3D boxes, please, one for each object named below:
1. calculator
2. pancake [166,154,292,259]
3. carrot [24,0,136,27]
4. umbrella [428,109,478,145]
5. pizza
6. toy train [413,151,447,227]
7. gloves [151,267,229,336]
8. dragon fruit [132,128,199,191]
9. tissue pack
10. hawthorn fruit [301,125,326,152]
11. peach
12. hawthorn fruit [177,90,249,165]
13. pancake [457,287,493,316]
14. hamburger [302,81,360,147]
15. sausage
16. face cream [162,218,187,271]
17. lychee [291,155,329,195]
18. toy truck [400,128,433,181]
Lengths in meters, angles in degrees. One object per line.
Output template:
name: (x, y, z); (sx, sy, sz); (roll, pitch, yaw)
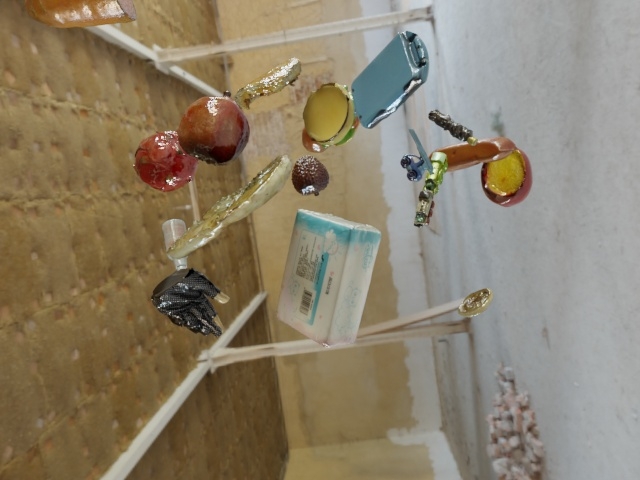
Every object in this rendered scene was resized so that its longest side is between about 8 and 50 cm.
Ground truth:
calculator: (0.179, -0.427, 1.374); (0.293, 0.051, 0.172); (-35, 61, 48)
pancake: (-0.203, -0.071, 1.155); (0.065, 0.356, 0.356); (52, -170, -9)
carrot: (-0.573, -0.561, 1.188); (0.159, 0.225, 0.159); (159, 90, -88)
umbrella: (0.325, -0.277, 1.242); (0.144, 0.037, 0.040); (43, -174, 30)
pizza: (-0.159, -0.529, 1.698); (0.365, 0.182, 0.073); (-53, -51, -45)
toy train: (0.343, -0.155, 1.593); (0.249, 0.053, 0.085); (-68, -28, -18)
gloves: (-0.296, 0.158, 1.197); (0.180, 0.106, 0.129); (58, -133, -27)
dragon fruit: (-0.436, -0.225, 1.449); (0.172, 0.210, 0.172); (59, -167, -22)
tissue pack: (0.015, 0.080, 1.148); (0.201, 0.124, 0.271); (21, 100, 49)
hawthorn fruit: (-0.037, -0.501, 2.410); (0.189, 0.149, 0.149); (37, -145, -37)
peach: (0.680, -0.238, 1.856); (0.190, 0.196, 0.226); (55, 172, 47)
hawthorn fruit: (-0.255, -0.279, 1.239); (0.169, 0.169, 0.188); (2, -77, -85)
pancake: (0.563, 0.227, 1.848); (0.025, 0.152, 0.151); (47, -167, -11)
hamburger: (0.056, -0.452, 1.863); (0.149, 0.237, 0.237); (1, -100, -51)
sausage: (0.509, -0.297, 1.747); (0.348, 0.097, 0.094); (-6, 99, 54)
face cream: (-0.612, 0.034, 2.175); (0.101, 0.101, 0.251); (74, 176, -61)
lychee: (-0.032, -0.204, 1.602); (0.123, 0.123, 0.129); (-83, -9, -73)
toy truck: (0.246, -0.226, 1.366); (0.136, 0.074, 0.063); (63, -168, 1)
